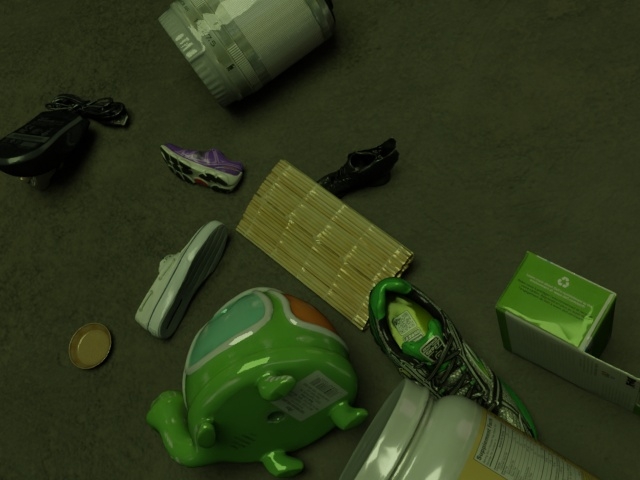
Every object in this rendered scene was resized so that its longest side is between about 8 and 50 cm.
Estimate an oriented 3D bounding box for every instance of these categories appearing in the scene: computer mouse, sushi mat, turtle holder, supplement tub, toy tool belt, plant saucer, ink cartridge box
[{"bbox_3d":[-0.513,-0.191,1.635,0.189,0.072,0.272,14,40,27],"label":"computer mouse"},{"bbox_3d":[0.000,0.000,1.424,0.316,0.019,0.151,37,97,29],"label":"sushi mat"},{"bbox_3d":[-0.097,0.218,1.281,0.320,0.243,0.227,-57,36,33],"label":"turtle holder"},{"bbox_3d":[0.196,0.342,1.045,0.331,0.241,0.241,31,78,4],"label":"supplement tub"},{"bbox_3d":[-0.551,-0.143,1.670,0.051,0.052,0.083,29,78,18],"label":"toy tool belt"},{"bbox_3d":[-0.402,0.187,1.493,0.083,0.015,0.083,-7,65,16],"label":"plant saucer"},{"bbox_3d":[0.379,0.140,1.158,0.255,0.189,0.097,27,76,25],"label":"ink cartridge box"}]

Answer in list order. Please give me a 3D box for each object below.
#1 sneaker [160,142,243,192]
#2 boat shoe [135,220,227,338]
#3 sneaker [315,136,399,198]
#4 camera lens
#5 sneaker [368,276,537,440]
[{"bbox_3d":[-0.217,-0.142,1.563,0.170,0.068,0.071,22,60,17],"label":"sneaker"},{"bbox_3d":[-0.247,0.056,1.461,0.076,0.083,0.226,25,78,25],"label":"boat shoe"},{"bbox_3d":[0.055,-0.119,1.436,0.170,0.089,0.051,-15,64,12],"label":"sneaker"},{"bbox_3d":[-0.127,-0.402,1.549,0.274,0.219,0.219,-36,61,0],"label":"camera lens"},{"bbox_3d":[0.174,0.197,1.218,0.134,0.146,0.343,-41,68,-1],"label":"sneaker"}]
